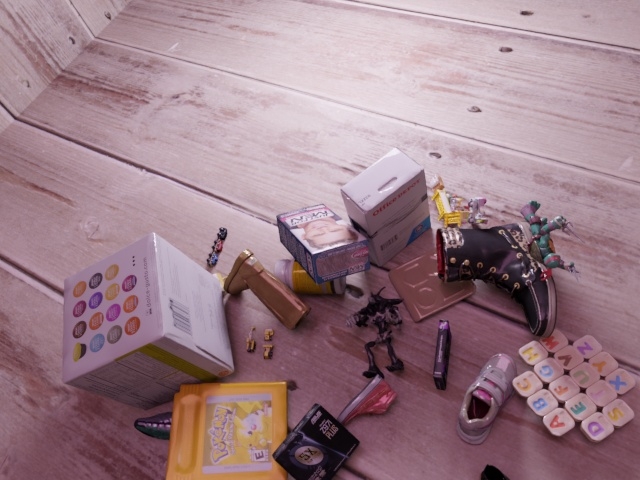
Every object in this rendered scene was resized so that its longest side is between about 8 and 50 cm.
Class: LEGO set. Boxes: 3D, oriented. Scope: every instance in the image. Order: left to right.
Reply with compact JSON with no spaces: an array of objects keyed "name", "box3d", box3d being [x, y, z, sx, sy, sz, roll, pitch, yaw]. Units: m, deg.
[{"name":"LEGO set","box3d":[0.442,-0.110,1.794,0.107,0.132,0.287,1,21,-17]}]

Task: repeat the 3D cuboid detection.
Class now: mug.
[{"name":"mug","box3d":[-0.337,0.148,1.874,0.078,0.062,0.064,-35,64,1]}]

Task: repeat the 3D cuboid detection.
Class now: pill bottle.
[{"name":"pill bottle","box3d":[-0.031,0.108,1.775,0.208,0.119,0.119,-1,58,15]}]

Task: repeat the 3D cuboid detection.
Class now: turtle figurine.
[{"name":"turtle figurine","box3d":[0.606,0.005,1.503,0.118,0.175,0.234,-14,39,6]}]

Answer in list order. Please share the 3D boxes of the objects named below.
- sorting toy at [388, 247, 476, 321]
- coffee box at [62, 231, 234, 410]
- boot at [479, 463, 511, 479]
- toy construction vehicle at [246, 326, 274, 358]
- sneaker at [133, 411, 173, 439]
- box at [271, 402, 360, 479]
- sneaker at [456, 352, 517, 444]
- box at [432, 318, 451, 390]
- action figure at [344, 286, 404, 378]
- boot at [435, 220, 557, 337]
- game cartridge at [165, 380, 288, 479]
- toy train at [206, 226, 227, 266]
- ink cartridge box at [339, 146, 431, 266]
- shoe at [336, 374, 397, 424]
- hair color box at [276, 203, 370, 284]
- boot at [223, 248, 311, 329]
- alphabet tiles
[{"name":"sorting toy","box3d":[0.335,0.127,1.716,0.208,0.038,0.193,-29,55,2]},{"name":"coffee box","box3d":[-0.502,0.249,1.659,0.334,0.338,0.338,-25,54,13]},{"name":"boot","box3d":[0.454,0.605,1.315,0.198,0.137,0.077,30,71,29]},{"name":"toy construction vehicle","box3d":[-0.185,0.312,1.741,0.086,0.035,0.098,0,59,15]},{"name":"sneaker","box3d":[-0.425,0.525,1.658,0.223,0.083,0.098,5,49,6]},{"name":"box","box3d":[-0.012,0.544,1.483,0.147,0.077,0.180,43,75,1]},{"name":"sneaker","box3d":[0.436,0.399,1.465,0.103,0.111,0.252,21,66,26]},{"name":"box","box3d":[0.332,0.312,1.547,0.029,0.116,0.162,2,59,19]},{"name":"action figure","box3d":[0.166,0.244,1.624,0.164,0.141,0.276,-18,56,18]},{"name":"boot","box3d":[0.483,0.099,1.589,0.284,0.138,0.377,1,54,-1]},{"name":"game cartridge","box3d":[-0.251,0.534,1.566,0.323,0.053,0.285,-1,57,-3]},{"name":"toy train","box3d":[-0.358,0.023,1.978,0.036,0.027,0.158,12,61,10]},{"name":"ink cartridge box","box3d":[0.205,-0.096,1.723,0.223,0.307,0.129,-37,57,-9]},{"name":"shoe","box3d":[0.126,0.455,1.545,0.081,0.063,0.178,43,95,6]},{"name":"hair color box","box3d":[0.000,0.000,1.732,0.174,0.105,0.347,-16,26,-16]},{"name":"boot","box3d":[-0.172,0.181,1.764,0.269,0.236,0.089,43,56,10]},{"name":"alphabet tiles","box3d":[0.648,0.362,1.449,0.278,0.021,0.284,-25,55,-15]}]
